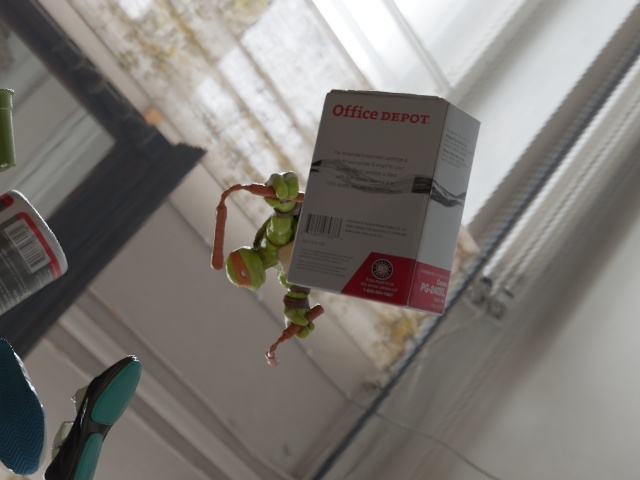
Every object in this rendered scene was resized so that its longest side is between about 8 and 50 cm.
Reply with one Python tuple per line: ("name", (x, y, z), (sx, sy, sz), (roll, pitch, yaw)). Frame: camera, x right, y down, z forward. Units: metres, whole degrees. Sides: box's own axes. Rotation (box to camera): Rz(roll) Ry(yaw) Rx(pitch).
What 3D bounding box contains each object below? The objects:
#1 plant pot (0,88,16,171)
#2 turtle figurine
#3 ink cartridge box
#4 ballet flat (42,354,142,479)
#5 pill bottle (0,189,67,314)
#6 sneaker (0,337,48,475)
("plant pot", (-0.356, -0.110, 1.132), (0.083, 0.079, 0.083), (-13, 180, 0))
("turtle figurine", (0.000, 0.000, 0.978), (0.217, 0.269, 0.087), (-25, -129, -12))
("ink cartridge box", (0.047, -0.030, 0.796), (0.109, 0.063, 0.150), (10, -94, 36))
("ballet flat", (-0.306, 0.237, 1.409), (0.074, 0.074, 0.203), (11, -106, 48))
("pill bottle", (-0.557, 0.058, 1.684), (0.283, 0.161, 0.161), (-35, -148, -20))
("sneaker", (-0.460, 0.259, 1.637), (0.087, 0.092, 0.228), (-22, -124, -7))
